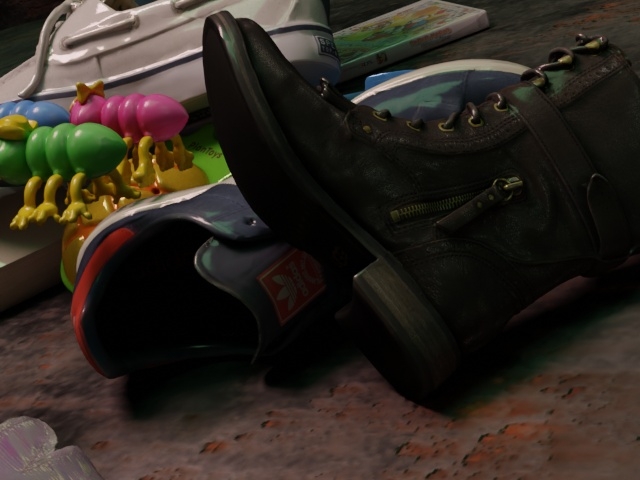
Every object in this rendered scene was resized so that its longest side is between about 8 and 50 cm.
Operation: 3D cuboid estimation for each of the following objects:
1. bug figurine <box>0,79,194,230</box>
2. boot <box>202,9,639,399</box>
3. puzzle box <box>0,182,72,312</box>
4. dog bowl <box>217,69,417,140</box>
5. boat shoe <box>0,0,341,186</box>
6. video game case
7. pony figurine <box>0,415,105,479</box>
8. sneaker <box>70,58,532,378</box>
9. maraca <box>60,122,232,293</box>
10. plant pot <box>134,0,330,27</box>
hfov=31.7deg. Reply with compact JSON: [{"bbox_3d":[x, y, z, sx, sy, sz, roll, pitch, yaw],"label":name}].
[{"bbox_3d":[-0.205,-0.064,0.753,0.216,0.072,0.279,0,14,14],"label":"bug figurine"},{"bbox_3d":[0.080,-0.058,0.649,0.229,0.263,0.091,-33,-4,-18],"label":"boot"},{"bbox_3d":[-0.432,0.018,1.002,0.409,0.052,0.272,-27,46,-22],"label":"puzzle box"},{"bbox_3d":[-0.025,-0.075,1.002,0.297,0.074,0.166,-9,22,28],"label":"dog bowl"},{"bbox_3d":[-0.173,-0.160,0.954,0.367,0.156,0.136,-17,-15,15],"label":"boat shoe"},{"bbox_3d":[0.087,-0.266,1.475,0.206,0.026,0.227,-22,20,-7],"label":"video game case"},{"bbox_3d":[-0.281,0.075,0.468,0.303,0.363,0.351,20,32,24],"label":"pony figurine"},{"bbox_3d":[0.000,0.000,0.715,0.350,0.131,0.148,-25,20,10],"label":"sneaker"},{"bbox_3d":[-0.130,-0.024,0.891,0.127,0.099,0.185,23,64,39],"label":"maraca"},{"bbox_3d":[-0.107,-0.265,1.309,0.272,0.255,0.271,-16,20,6],"label":"plant pot"}]
